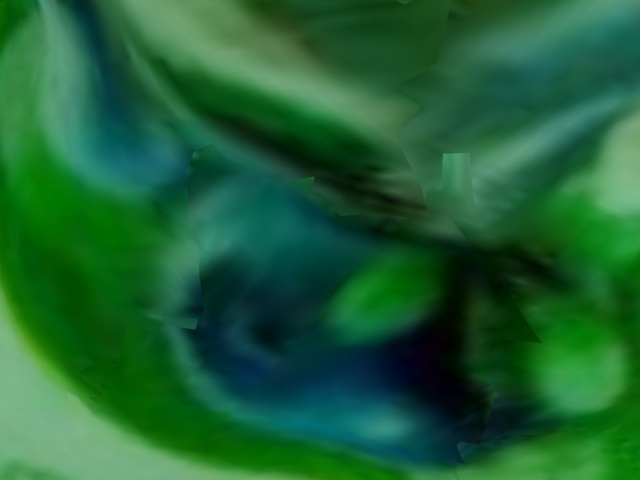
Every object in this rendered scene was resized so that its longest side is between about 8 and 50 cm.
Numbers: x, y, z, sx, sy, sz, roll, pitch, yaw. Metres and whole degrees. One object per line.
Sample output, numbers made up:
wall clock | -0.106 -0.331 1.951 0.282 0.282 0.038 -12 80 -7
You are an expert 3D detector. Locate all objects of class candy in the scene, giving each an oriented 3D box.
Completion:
candy | -0.001 0.003 0.452 0.263 0.172 0.398 15 114 9
